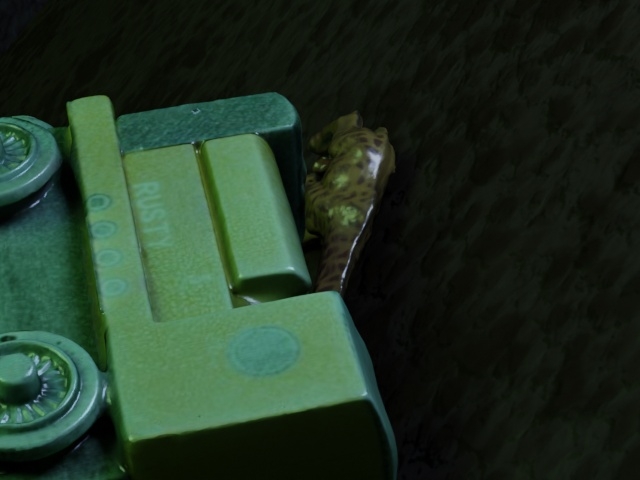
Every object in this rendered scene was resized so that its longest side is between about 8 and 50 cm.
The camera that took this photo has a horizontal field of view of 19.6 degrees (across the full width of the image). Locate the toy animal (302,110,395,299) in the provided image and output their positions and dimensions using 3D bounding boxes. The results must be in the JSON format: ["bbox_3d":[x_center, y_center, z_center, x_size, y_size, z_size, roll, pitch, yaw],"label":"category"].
[{"bbox_3d":[0.007,-0.007,1.304,0.149,0.054,0.275,-47,23,14],"label":"toy animal"}]

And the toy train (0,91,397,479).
[{"bbox_3d":[-0.109,0.047,1.113,0.253,0.160,0.397,-10,40,-6],"label":"toy train"}]
